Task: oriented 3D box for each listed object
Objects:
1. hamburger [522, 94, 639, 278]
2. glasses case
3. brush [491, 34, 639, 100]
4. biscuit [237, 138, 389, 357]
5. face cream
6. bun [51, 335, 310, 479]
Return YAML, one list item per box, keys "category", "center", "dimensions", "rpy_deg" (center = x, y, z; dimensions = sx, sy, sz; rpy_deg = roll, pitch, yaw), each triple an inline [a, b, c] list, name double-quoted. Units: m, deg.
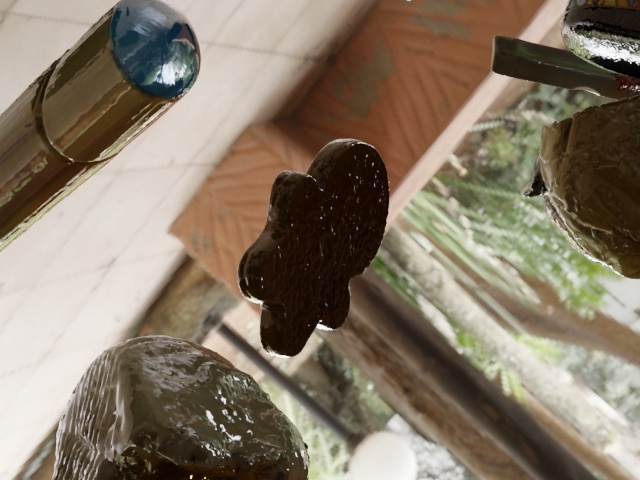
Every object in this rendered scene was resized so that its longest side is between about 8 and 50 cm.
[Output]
- category: "hamburger"
  center: [0.390, -0.050, 1.185]
  dimensions: [0.132, 0.308, 0.211]
  rpy_deg: [78, 10, -65]
- category: "glasses case"
  center: [0.373, -0.176, 0.924]
  dimensions: [0.122, 0.320, 0.082]
  rpy_deg: [27, 76, -62]
- category: "brush"
  center: [0.396, -0.236, 1.478]
  dimensions: [0.050, 0.320, 0.060]
  rpy_deg: [138, -40, -71]
- category: "biscuit"
  center: [0.000, 0.000, 0.990]
  dimensions: [0.236, 0.039, 0.180]
  rpy_deg: [-49, 135, -39]
- category: "face cream"
  center: [-0.183, -0.057, 0.678]
  dimensions: [0.285, 0.067, 0.139]
  rpy_deg: [-34, -158, 33]
- category: "bun"
  center: [-0.113, 0.220, 0.865]
  dimensions: [0.281, 0.204, 0.282]
  rpy_deg: [-40, -139, 48]
